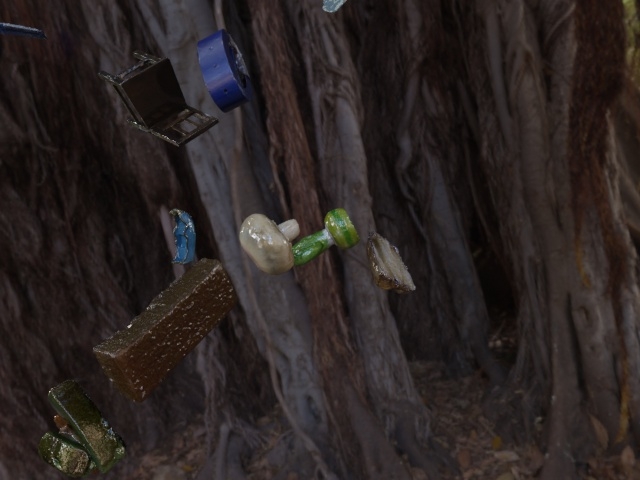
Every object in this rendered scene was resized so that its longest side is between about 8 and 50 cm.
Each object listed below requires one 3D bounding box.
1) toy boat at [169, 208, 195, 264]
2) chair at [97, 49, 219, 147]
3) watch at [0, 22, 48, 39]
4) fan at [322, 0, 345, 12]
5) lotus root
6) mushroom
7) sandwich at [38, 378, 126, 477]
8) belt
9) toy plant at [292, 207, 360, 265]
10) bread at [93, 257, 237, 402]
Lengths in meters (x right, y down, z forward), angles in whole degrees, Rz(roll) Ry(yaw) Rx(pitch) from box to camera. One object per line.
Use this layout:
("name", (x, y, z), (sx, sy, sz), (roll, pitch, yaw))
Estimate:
("toy boat", (-0.463, -0.012, 1.964), (0.075, 0.185, 0.077), (7, 4, 43))
("chair", (-0.587, -0.519, 2.148), (0.203, 0.240, 0.416), (-39, 40, -23))
("watch", (-1.023, -0.622, 1.835), (0.276, 0.274, 0.068), (-38, -36, -17))
("fan", (0.070, -0.785, 1.865), (0.131, 0.009, 0.240), (0, 54, 38))
("lotus root", (0.205, 0.075, 1.954), (0.078, 0.167, 0.329), (-49, 21, 19))
("mushroom", (-0.182, -0.002, 2.351), (0.234, 0.260, 0.254), (-38, 28, -12))
("sandwich", (-0.637, 0.507, 1.525), (0.162, 0.250, 0.301), (-32, -8, -34))
("belt", (-0.345, -0.617, 2.173), (0.117, 0.347, 0.212), (-25, -38, 11))
("toy plant", (0.000, 0.000, 2.583), (0.316, 0.184, 0.224), (-29, 17, 1))
("bread", (-0.382, 0.217, 1.541), (0.113, 0.165, 0.416), (5, 33, 32))
